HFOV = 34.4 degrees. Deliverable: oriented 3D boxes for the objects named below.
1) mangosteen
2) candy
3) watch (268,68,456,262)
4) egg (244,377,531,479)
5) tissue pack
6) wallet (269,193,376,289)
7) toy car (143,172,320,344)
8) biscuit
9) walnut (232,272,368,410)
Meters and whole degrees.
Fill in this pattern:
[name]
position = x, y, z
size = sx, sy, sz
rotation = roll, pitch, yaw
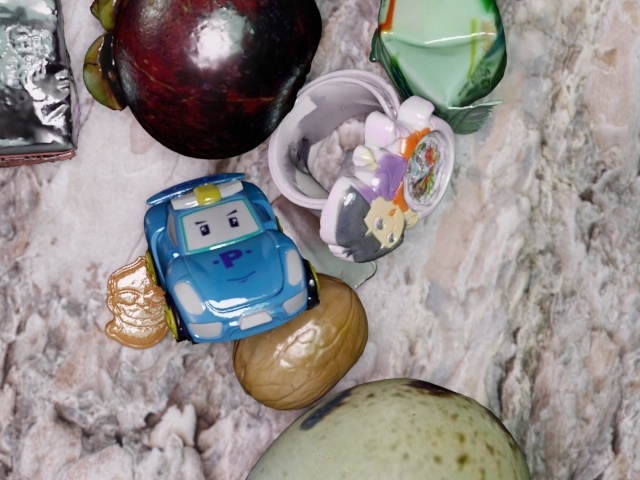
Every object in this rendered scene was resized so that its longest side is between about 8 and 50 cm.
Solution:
[mangosteen]
position = -0.149, -0.263, 1.329
size = 0.300, 0.300, 0.300
rotation = 0, 92, -13
[candy]
position = 0.161, -0.348, 1.404
size = 0.172, 0.263, 0.397
rotation = -2, 93, -4
[watch]
position = 0.031, -0.104, 1.374
size = 0.244, 0.231, 0.196
rotation = -62, 147, -6
[egg]
position = 0.073, 0.371, 1.364
size = 0.428, 0.345, 0.345
rotation = -28, 97, -9
[tissue pack]
position = -0.486, -0.210, 1.339
size = 0.333, 0.123, 0.245
rotation = -6, 98, -9
[wallet]
position = 0.000, 0.000, 1.498
size = 0.095, 0.026, 0.176
rotation = -39, 94, -8
[toy car]
position = -0.126, 0.009, 1.332
size = 0.198, 0.314, 0.166
rotation = -17, 117, -10
[biscuit]
position = -0.251, 0.087, 1.449
size = 0.102, 0.019, 0.130
rotation = 10, 89, -14
[walnut]
position = -0.031, 0.138, 1.424
size = 0.207, 0.167, 0.167
rotation = -45, 100, 0
